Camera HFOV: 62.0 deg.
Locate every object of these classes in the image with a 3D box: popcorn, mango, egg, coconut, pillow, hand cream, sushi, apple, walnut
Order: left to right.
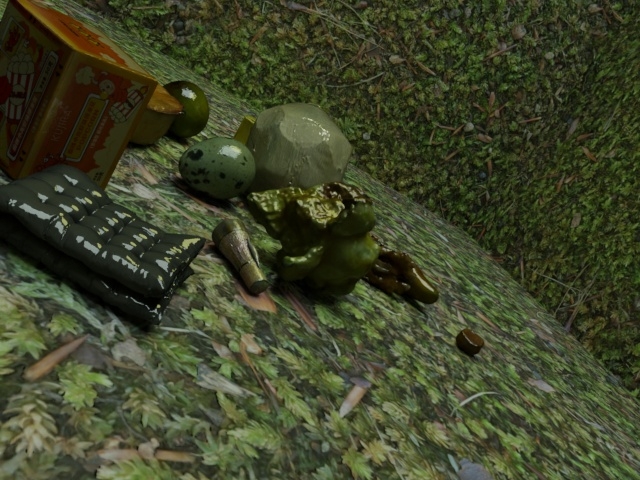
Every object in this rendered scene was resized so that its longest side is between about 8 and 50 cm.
[{"bbox_3d":[-0.372,-0.005,0.908,0.326,0.101,0.228,30,17,-6],"label":"pillow"},{"bbox_3d":[-0.471,-0.452,1.824,0.196,0.196,0.157,40,52,20],"label":"apple"},{"bbox_3d":[-0.292,-0.206,1.505,0.228,0.177,0.177,0,35,-39],"label":"egg"},{"bbox_3d":[-0.176,0.041,1.203,0.084,0.084,0.203,17,30,-45],"label":"hand cream"},{"bbox_3d":[-0.072,-0.275,1.726,0.346,0.360,0.346,21,3,-1],"label":"coconut"},{"bbox_3d":[-0.009,0.003,1.343,0.321,0.290,0.326,0,39,20],"label":"popcorn"},{"bbox_3d":[0.223,0.005,2.146,0.120,0.026,0.126,44,19,29],"label":"sushi"},{"bbox_3d":[0.221,0.091,1.693,0.170,0.143,0.069,32,6,-8],"label":"walnut"},{"bbox_3d":[0.303,0.130,1.779,0.227,0.099,0.136,45,-14,29],"label":"mango"}]

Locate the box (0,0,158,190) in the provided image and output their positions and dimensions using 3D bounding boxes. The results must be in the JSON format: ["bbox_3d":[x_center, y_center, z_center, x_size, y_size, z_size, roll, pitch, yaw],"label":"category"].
[{"bbox_3d":[-0.534,-0.291,1.082,0.259,0.283,0.214,42,19,26],"label":"box"}]

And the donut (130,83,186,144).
[{"bbox_3d":[-0.614,-0.420,1.539,0.377,0.163,0.435,43,17,25],"label":"donut"}]

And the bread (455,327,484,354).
[{"bbox_3d":[0.461,0.318,1.655,0.085,0.053,0.085,21,27,-12],"label":"bread"}]

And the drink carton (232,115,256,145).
[{"bbox_3d":[-0.183,-0.336,2.121,0.351,0.154,0.111,34,15,0],"label":"drink carton"}]

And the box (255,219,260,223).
[{"bbox_3d":[-0.123,-0.075,1.599,0.125,0.089,0.043,25,19,-26],"label":"box"}]
